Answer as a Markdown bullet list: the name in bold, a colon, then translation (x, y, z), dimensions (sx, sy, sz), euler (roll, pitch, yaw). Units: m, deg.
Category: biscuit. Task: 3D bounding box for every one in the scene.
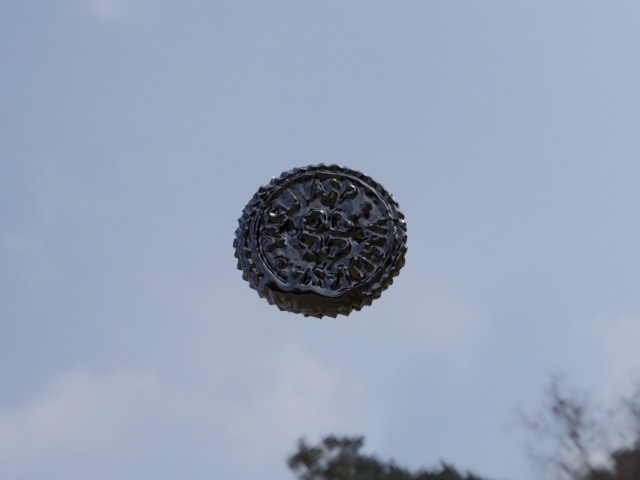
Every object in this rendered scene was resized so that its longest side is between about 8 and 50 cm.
- **biscuit**: translation (0.000, 0.000, 1.782), dimensions (0.194, 0.194, 0.053), euler (-30, -24, -16)
